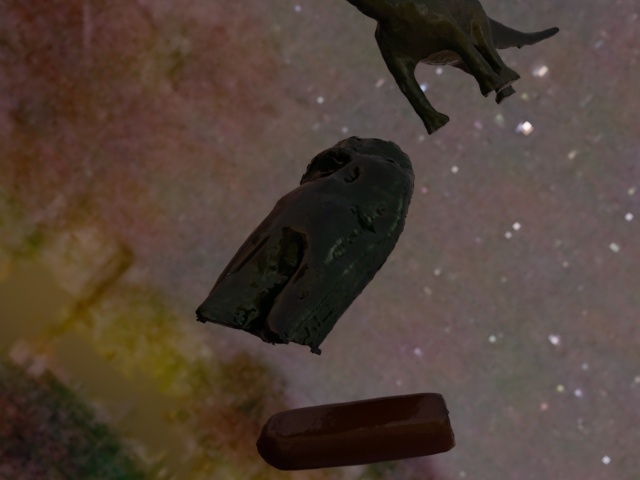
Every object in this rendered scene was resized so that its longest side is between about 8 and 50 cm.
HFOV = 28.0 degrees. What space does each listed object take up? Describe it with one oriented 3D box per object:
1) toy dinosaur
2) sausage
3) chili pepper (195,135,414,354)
[{"bbox_3d":[0.086,-0.263,1.353,0.087,0.447,0.301,-42,-98,36],"label":"toy dinosaur"},{"bbox_3d":[0.023,0.128,0.852,0.039,0.131,0.041,79,5,-51],"label":"sausage"},{"bbox_3d":[0.000,-0.002,0.816,0.098,0.224,0.061,1,-60,24],"label":"chili pepper"}]
